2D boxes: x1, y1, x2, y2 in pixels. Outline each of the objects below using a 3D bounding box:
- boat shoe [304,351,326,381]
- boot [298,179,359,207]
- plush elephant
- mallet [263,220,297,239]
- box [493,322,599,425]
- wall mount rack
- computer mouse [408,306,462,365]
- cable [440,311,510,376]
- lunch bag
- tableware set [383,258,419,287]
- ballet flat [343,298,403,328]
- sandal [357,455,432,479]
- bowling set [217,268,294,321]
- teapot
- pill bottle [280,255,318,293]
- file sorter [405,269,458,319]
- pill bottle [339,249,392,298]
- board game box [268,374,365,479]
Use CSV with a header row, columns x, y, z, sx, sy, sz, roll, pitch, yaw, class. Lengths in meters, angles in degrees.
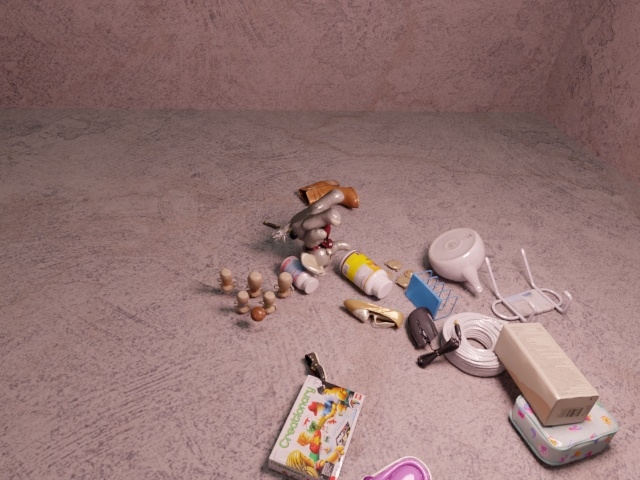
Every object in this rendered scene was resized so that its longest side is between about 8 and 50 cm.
x,y,z,sx,sy,sz,roll,pitch,yaw,class
-0.015,0.421,1.597,0.042,0.049,0.133,-6,33,-21,boat shoe
0.041,-0.219,2.405,0.220,0.109,0.283,-16,41,-30,boot
0.000,0.000,1.951,0.330,0.255,0.272,-29,22,12,plush elephant
-0.172,-0.060,2.223,0.189,0.039,0.062,23,41,26,mallet
0.690,0.404,1.517,0.148,0.121,0.311,0,33,-12,box
0.834,0.188,1.993,0.350,0.130,0.304,-10,40,-24,wall mount rack
0.397,0.305,1.730,0.184,0.060,0.262,-32,31,21,computer mouse
0.560,0.366,1.744,0.257,0.089,0.257,21,40,19,cable
0.748,0.555,1.508,0.279,0.108,0.224,-7,34,-21,lunch bag
0.333,0.140,2.058,0.168,0.020,0.141,28,39,26,tableware set
0.194,0.275,1.810,0.232,0.080,0.073,12,52,7,ballet flat
0.129,0.679,1.236,0.169,0.102,0.416,34,44,31,sandal
-0.244,0.222,1.774,0.287,0.154,0.200,6,55,-4,bowling set
0.589,0.080,2.058,0.252,0.187,0.256,0,44,46,teapot
-0.082,0.138,1.929,0.087,0.087,0.160,-22,45,-33,pill bottle
0.434,0.214,1.900,0.104,0.118,0.170,-10,40,-29,file sorter
0.185,0.138,1.952,0.117,0.117,0.215,-23,47,-34,pill bottle
-0.003,0.552,1.421,0.193,0.053,0.305,16,38,12,board game box
